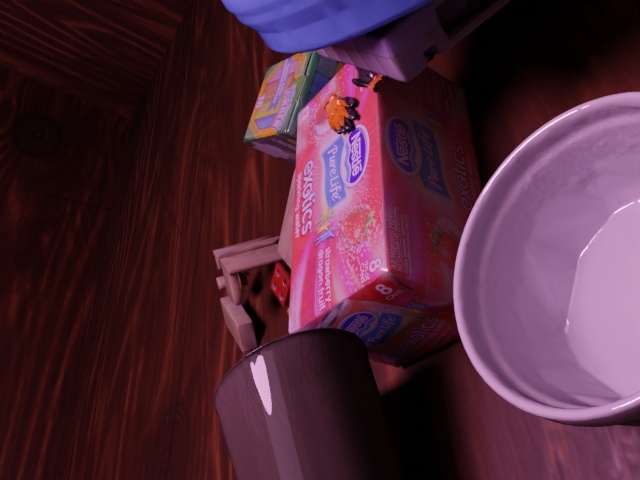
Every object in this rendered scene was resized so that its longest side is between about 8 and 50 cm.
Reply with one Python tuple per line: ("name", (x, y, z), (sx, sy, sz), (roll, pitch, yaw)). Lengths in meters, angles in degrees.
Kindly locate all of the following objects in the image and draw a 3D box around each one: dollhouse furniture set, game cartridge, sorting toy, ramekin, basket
("dollhouse furniture set", (-0.090, 0.077, 0.968), (0.144, 0.123, 0.151), (-143, 41, -62))
("game cartridge", (0.155, -0.295, 0.583), (0.355, 0.068, 0.230), (-39, 34, -2))
("sorting toy", (0.000, 0.000, 0.802), (0.132, 0.046, 0.275), (48, 133, 45))
("ramekin", (0.197, 0.022, 0.396), (0.207, 0.109, 0.207), (-41, 38, 42))
("basket", (0.005, 0.226, 0.531), (0.204, 0.154, 0.227), (104, 152, -51))

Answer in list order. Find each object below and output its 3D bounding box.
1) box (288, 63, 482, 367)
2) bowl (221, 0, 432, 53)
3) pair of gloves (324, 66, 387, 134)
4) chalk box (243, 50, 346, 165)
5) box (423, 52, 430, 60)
("box", (0.069, -0.043, 0.636), (0.154, 0.142, 0.300), (-37, 41, 43))
("bowl", (0.086, -0.308, 0.542), (0.391, 0.077, 0.391), (-27, 32, 18))
("pair of gloves", (0.033, -0.149, 0.611), (0.083, 0.010, 0.074), (-53, 31, 22))
("chalk box", (0.001, -0.184, 0.870), (0.213, 0.132, 0.132), (7, 78, 61))
("box", (0.051, -0.331, 0.799), (0.108, 0.207, 0.153), (-7, 64, 60))
